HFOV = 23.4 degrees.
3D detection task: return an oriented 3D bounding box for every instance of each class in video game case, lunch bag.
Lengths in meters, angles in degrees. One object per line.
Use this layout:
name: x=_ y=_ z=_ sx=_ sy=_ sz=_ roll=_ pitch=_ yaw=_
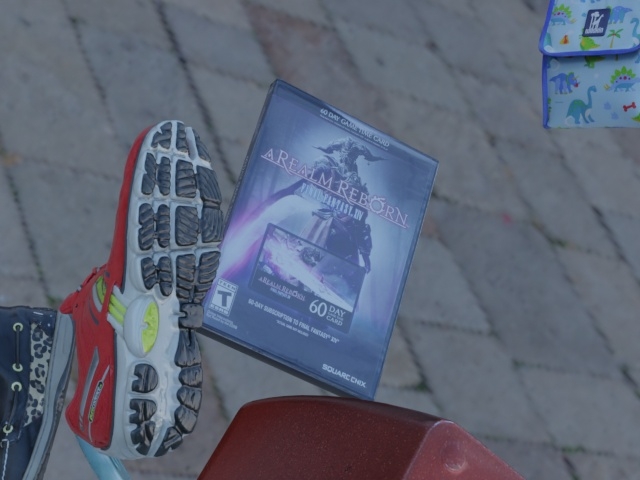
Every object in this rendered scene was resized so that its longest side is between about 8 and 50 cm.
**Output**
video game case: x=0.000 y=0.000 z=1.509 sx=0.196 sy=0.026 sz=0.274 roll=26 pitch=65 yaw=-19
lunch bag: x=0.310 y=-0.197 z=1.676 sx=0.096 sy=0.129 sz=0.151 roll=-7 pitch=97 yaw=-58

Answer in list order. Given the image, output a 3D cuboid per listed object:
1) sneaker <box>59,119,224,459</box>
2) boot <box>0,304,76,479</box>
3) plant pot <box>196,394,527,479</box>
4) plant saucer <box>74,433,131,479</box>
sneaker: x=-0.160 y=0.036 z=1.258 sx=0.107 sy=0.118 sz=0.279 roll=17 pitch=79 yaw=-53
boot: x=-0.352 y=0.165 z=1.560 sx=0.178 sy=0.085 sz=0.236 roll=14 pitch=71 yaw=-7
plant pot: x=0.045 y=0.252 z=0.972 sx=0.267 sy=0.236 sz=0.267 roll=40 pitch=57 yaw=-12
plant saucer: x=-0.240 y=0.254 z=1.750 sx=0.119 sy=0.021 sz=0.119 roll=57 pitch=-5 yaw=8
